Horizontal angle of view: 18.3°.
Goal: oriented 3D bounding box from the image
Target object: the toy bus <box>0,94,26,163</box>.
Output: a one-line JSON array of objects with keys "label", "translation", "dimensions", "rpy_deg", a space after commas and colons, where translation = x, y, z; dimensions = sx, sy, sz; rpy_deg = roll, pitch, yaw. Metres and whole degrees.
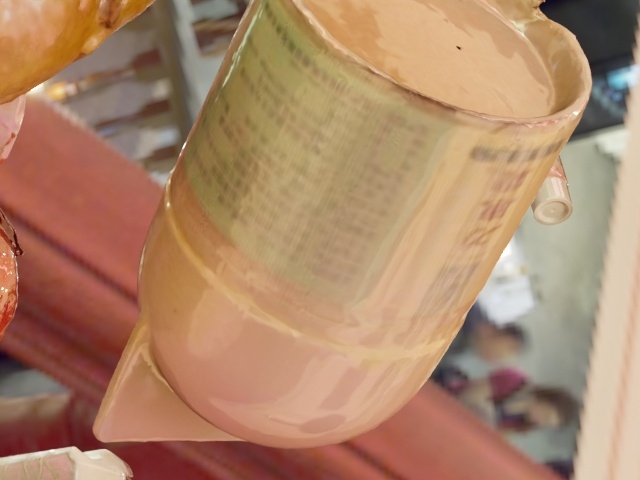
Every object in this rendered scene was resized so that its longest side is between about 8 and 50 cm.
[{"label": "toy bus", "translation": [-0.427, -0.157, 1.876], "dimensions": [0.302, 0.127, 0.147], "rpy_deg": [5, 113, -18]}]

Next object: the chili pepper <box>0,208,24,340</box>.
[{"label": "chili pepper", "translation": [-0.382, 0.028, 1.426], "dimensions": [0.251, 0.229, 0.305], "rpy_deg": [52, 13, 5]}]

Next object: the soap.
[{"label": "soap", "translation": [-0.315, 0.297, 2.036], "dimensions": [0.094, 0.261, 0.150], "rpy_deg": [19, 64, -53]}]

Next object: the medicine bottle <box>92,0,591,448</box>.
[{"label": "medicine bottle", "translation": [0.000, 0.000, 1.414], "dimensions": [0.235, 0.406, 0.236], "rpy_deg": [18, 34, -13]}]

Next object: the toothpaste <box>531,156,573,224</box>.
[{"label": "toothpaste", "translation": [0.179, -0.098, 1.708], "dimensions": [0.056, 0.036, 0.205], "rpy_deg": [43, 27, -42]}]

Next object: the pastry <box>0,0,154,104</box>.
[{"label": "pastry", "translation": [-0.229, -0.240, 1.205], "dimensions": [0.356, 0.164, 0.356], "rpy_deg": [2, 87, -34]}]
